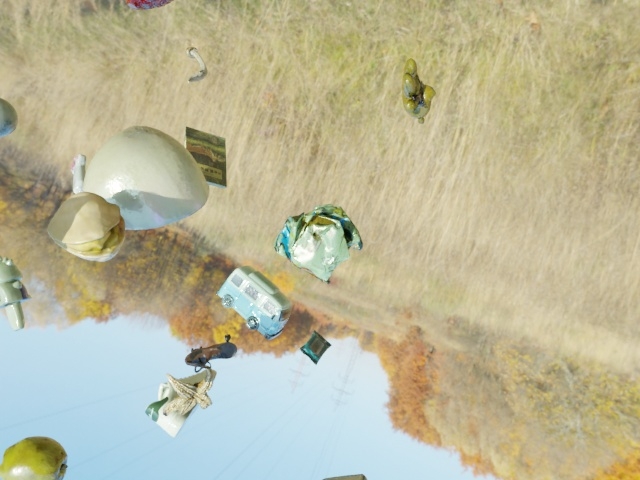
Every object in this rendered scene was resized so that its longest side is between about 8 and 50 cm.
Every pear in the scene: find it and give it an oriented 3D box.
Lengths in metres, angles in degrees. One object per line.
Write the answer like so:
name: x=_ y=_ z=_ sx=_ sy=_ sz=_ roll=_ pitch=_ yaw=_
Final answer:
pear: x=-0.597 y=0.468 z=0.954 sx=0.131 sy=0.107 sz=0.107 roll=10 pitch=176 yaw=-10

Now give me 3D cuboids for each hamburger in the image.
hamburger: x=0.000 y=-0.007 z=1.554 sx=0.260 sy=0.276 sz=0.150 roll=43 pitch=173 yaw=3

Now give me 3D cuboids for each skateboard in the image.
skateboard: x=-0.319 y=0.340 z=1.338 sx=0.151 sy=0.067 sz=0.080 roll=-16 pitch=-156 yaw=-24

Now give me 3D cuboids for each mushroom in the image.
mushroom: x=-0.412 y=-0.575 z=1.511 sx=0.068 sy=0.043 sz=0.306 roll=-10 pitch=-137 yaw=-10

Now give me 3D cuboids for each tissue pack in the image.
tissue pack: x=-0.020 y=0.379 z=1.610 sx=0.085 sy=0.028 sz=0.138 roll=42 pitch=-148 yaw=7

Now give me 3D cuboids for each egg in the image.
egg: x=-0.473 y=-0.187 z=1.198 sx=0.337 sy=0.337 sz=0.201 roll=17 pitch=133 yaw=23

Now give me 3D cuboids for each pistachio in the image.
pistachio: x=-0.494 y=-0.023 z=0.969 sx=0.145 sy=0.117 sz=0.200 roll=-18 pitch=-136 yaw=-20

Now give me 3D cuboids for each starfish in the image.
starfish: x=-0.417 y=0.489 z=1.452 sx=0.216 sy=0.238 sz=0.071 roll=31 pitch=-164 yaw=-49

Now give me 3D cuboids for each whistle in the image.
whistle: x=-0.966 y=0.161 z=1.415 sx=0.110 sy=0.244 sz=0.092 roll=-21 pitch=177 yaw=17

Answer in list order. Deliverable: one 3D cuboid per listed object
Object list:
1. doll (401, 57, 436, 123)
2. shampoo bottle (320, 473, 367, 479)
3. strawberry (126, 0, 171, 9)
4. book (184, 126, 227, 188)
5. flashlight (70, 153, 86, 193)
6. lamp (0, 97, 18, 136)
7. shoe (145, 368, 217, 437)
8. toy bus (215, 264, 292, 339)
doll: x=0.273 y=-0.421 z=1.276 sx=0.097 sy=0.137 sz=0.209 roll=-6 pitch=169 yaw=16
shampoo bottle: x=0.102 y=0.782 z=1.221 sx=0.153 sy=0.284 sz=0.071 roll=-23 pitch=172 yaw=25
strawberry: x=-0.396 y=-0.619 z=1.092 sx=0.131 sy=0.148 sz=0.131 roll=23 pitch=177 yaw=1
book: x=-0.425 y=-0.307 z=1.683 sx=0.160 sy=0.228 sz=0.024 roll=12 pitch=147 yaw=-33
flashlight: x=-0.922 y=-0.249 z=1.734 sx=0.047 sy=0.093 sz=0.200 roll=13 pitch=-141 yaw=-39
lamp: x=-0.829 y=-0.315 z=1.156 sx=0.105 sy=0.105 sz=0.105 roll=20 pitch=174 yaw=2
shoe: x=-0.525 y=0.578 z=1.720 sx=0.160 sy=0.132 sz=0.363 roll=32 pitch=-164 yaw=0
toy bus: x=-0.232 y=0.223 z=1.700 sx=0.271 sy=0.165 sz=0.133 roll=38 pitch=-165 yaw=13
